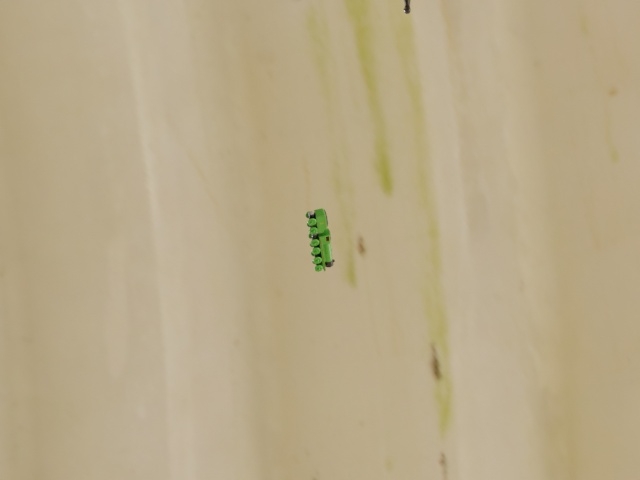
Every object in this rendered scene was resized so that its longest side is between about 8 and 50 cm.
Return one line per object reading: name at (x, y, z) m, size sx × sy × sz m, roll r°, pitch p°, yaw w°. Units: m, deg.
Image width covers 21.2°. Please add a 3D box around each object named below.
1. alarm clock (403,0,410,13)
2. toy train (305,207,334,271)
alarm clock at (0.075, -0.323, 1.671) m, size 0.129 × 0.064 × 0.192 m, roll -31°, pitch -95°, yaw -35°
toy train at (0.000, 0.000, 1.800) m, size 0.023 × 0.083 × 0.017 m, roll -13°, pitch -138°, yaw -5°
